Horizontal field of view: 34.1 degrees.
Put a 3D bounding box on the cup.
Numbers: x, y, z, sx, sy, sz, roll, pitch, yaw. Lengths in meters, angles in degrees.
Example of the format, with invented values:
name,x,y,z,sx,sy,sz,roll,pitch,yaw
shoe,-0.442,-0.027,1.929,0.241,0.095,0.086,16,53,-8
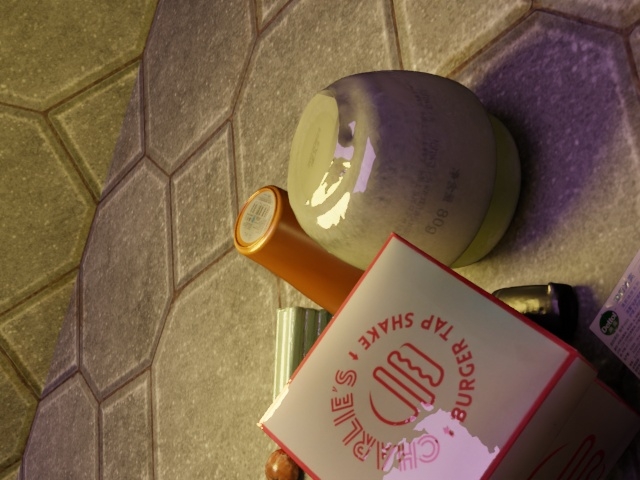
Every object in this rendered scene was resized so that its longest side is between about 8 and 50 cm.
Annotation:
name,x,y,z,sx,sy,sz,roll,pitch,yaw
cup,0.000,0.000,1.835,0.226,0.264,0.182,-41,39,29

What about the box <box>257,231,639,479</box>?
name,x,y,z,sx,sy,sz,roll,pitch,yaw
box,0.173,0.229,1.324,0.314,0.300,0.312,35,91,41

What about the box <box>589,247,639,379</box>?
name,x,y,z,sx,sy,sz,roll,pitch,yaw
box,0.440,0.076,1.283,0.194,0.073,0.139,-64,35,23

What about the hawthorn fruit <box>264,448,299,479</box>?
name,x,y,z,sx,sy,sz,roll,pitch,yaw
hawthorn fruit,-0.066,0.416,1.985,0.066,0.066,0.103,-20,49,54

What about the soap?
name,x,y,z,sx,sy,sz,roll,pitch,yaw
soap,-0.027,0.224,1.925,0.063,0.114,0.199,-15,67,54

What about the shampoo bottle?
name,x,y,z,sx,sy,sz,roll,pitch,yaw
shampoo bottle,0.122,-0.102,1.605,0.322,0.317,0.323,-18,67,52

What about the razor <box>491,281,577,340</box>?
name,x,y,z,sx,sy,sz,roll,pitch,yaw
razor,0.302,0.107,1.506,0.148,0.054,0.090,-13,74,56
